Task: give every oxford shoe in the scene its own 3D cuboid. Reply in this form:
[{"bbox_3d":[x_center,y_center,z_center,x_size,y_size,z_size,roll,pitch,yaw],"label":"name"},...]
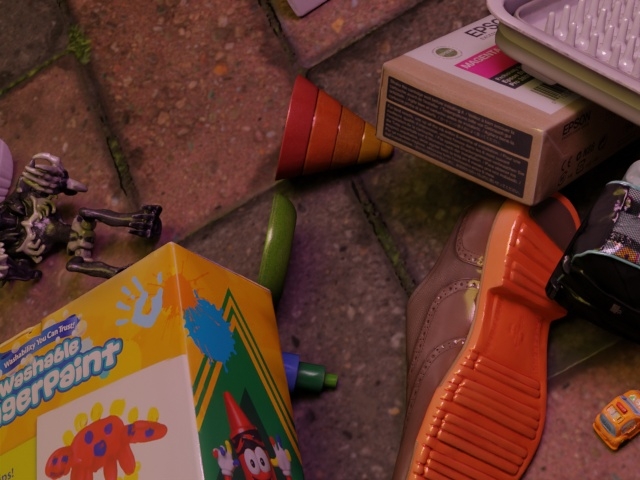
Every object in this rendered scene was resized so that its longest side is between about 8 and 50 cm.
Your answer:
[{"bbox_3d":[0.138,0.123,1.202,0.132,0.130,0.364,0,61,53],"label":"oxford shoe"}]

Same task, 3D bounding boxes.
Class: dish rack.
[{"bbox_3d":[0.342,-0.165,1.155,0.285,0.072,0.333,-28,50,-37],"label":"dish rack"}]

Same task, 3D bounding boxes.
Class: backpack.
[{"bbox_3d":[0.318,0.026,1.116,0.188,0.166,0.144,30,70,10],"label":"backpack"}]

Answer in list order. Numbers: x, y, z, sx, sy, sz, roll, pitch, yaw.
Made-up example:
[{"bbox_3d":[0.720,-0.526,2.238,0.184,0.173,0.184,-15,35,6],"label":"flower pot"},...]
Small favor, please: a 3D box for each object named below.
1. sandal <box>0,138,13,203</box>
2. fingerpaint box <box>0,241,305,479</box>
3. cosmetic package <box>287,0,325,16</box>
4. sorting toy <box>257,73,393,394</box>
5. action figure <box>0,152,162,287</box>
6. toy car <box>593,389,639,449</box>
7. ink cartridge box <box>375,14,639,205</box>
[{"bbox_3d":[-0.470,-0.018,1.553,0.076,0.102,0.265,11,71,26],"label":"sandal"},{"bbox_3d":[-0.230,0.271,1.195,0.444,0.163,0.371,-30,54,25],"label":"fingerpaint box"},{"bbox_3d":[0.036,-0.389,1.528,0.231,0.085,0.117,-30,55,5],"label":"cosmetic package"},{"bbox_3d":[0.000,0.000,1.344,0.126,0.127,0.366,11,69,-3],"label":"sorting toy"},{"bbox_3d":[-0.317,-0.017,1.459,0.275,0.141,0.164,10,80,27],"label":"action figure"},{"bbox_3d":[0.285,0.190,1.123,0.060,0.040,0.122,-24,56,12],"label":"toy car"},{"bbox_3d":[0.201,-0.142,1.244,0.193,0.088,0.234,28,41,32],"label":"ink cartridge box"}]
